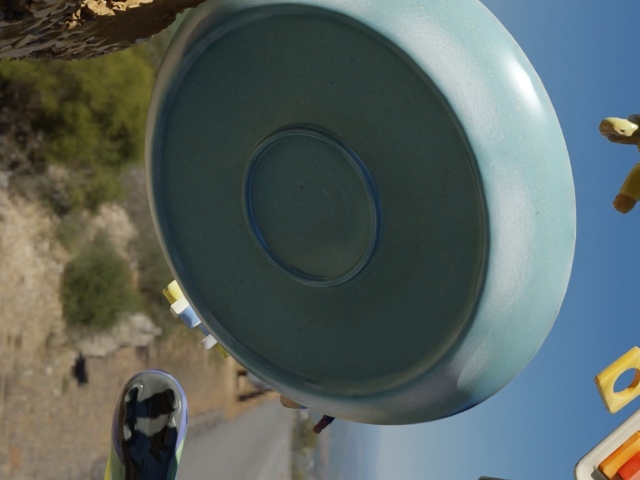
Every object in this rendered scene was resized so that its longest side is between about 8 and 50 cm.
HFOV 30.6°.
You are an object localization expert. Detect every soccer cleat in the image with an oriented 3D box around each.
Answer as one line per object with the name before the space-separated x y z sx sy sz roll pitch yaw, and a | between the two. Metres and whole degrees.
soccer cleat | -0.203 0.287 1.300 0.121 0.093 0.289 119 -18 -81

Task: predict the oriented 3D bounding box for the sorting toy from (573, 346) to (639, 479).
sorting toy | 0.409 0.256 1.383 0.347 0.196 0.047 44 1 -38

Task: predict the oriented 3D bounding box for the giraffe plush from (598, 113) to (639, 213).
giraffe plush | 0.295 -0.042 0.852 0.170 0.181 0.210 38 23 -59

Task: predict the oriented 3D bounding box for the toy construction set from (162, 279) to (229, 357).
toy construction set | 0.000 0.000 1.284 0.151 0.327 0.215 66 12 2

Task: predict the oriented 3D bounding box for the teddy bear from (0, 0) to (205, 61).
teddy bear | -0.214 -0.147 0.616 0.245 0.338 0.113 -21 -90 59

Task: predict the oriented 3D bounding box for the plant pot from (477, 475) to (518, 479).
plant pot | 0.271 0.374 1.235 0.165 0.234 0.166 -67 -170 -14

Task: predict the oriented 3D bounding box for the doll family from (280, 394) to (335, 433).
doll family | 0.027 0.085 1.075 0.193 0.076 0.111 -56 149 13

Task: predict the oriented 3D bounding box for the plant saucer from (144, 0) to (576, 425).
plant saucer | 0.002 -0.024 0.731 0.044 0.317 0.317 -27 124 -51
